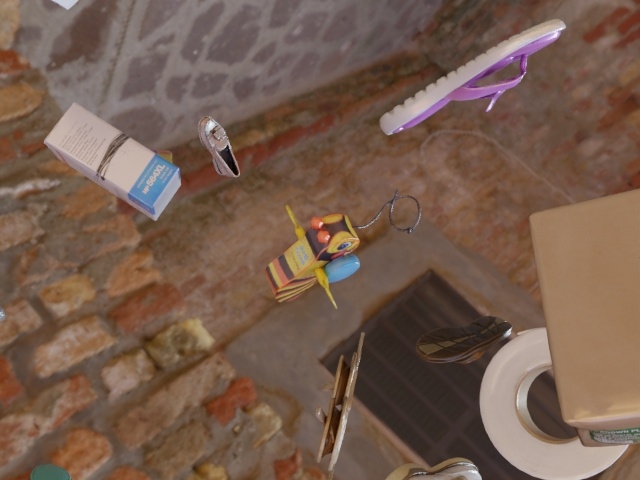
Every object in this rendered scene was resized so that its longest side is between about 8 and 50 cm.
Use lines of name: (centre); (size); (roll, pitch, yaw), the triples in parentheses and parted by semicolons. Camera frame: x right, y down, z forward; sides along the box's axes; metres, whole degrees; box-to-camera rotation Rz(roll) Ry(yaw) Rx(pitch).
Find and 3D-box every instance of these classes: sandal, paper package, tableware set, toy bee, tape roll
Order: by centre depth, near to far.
tableware set: (0.015, 0.200, 0.970); (0.194, 0.039, 0.128); (-67, 170, -69)
paper package: (0.459, 0.088, 1.016); (0.325, 0.309, 0.168); (-13, 150, 21)
toy bee: (0.000, 0.000, 1.367); (0.298, 0.195, 0.162); (-54, 152, 13)
tape roll: (0.451, 0.307, 1.510); (0.286, 0.286, 0.100); (-47, 155, 10)
sandal: (0.306, -0.299, 1.570); (0.416, 0.102, 0.169); (-26, -176, 37)
sandal: (0.289, 0.207, 1.589); (0.219, 0.090, 0.060); (-16, 124, -32)

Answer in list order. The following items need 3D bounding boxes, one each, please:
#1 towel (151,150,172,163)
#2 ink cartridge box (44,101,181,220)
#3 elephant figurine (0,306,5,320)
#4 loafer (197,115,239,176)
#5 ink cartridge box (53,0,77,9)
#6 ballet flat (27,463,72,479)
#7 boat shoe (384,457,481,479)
towel: (-0.413, -0.204, 2.000); (0.083, 0.060, 0.009); (-1, 137, -16)
ink cartridge box: (-0.344, -0.130, 1.341); (0.085, 0.203, 0.148); (-57, -176, -10)
elephant figurine: (-0.659, 0.036, 1.441); (0.186, 0.240, 0.169); (-13, -122, 62)
loafer: (-0.166, -0.157, 1.342); (0.045, 0.039, 0.125); (-49, 143, -25)
ink cartridge box: (-0.285, -0.528, 0.944); (0.395, 0.285, 0.166); (-42, 179, 6)
ballet flat: (-0.558, 0.538, 1.651); (0.280, 0.095, 0.096); (-7, -106, 64)
boat shoe: (0.216, 0.458, 1.403); (0.302, 0.103, 0.113); (14, 115, -52)
